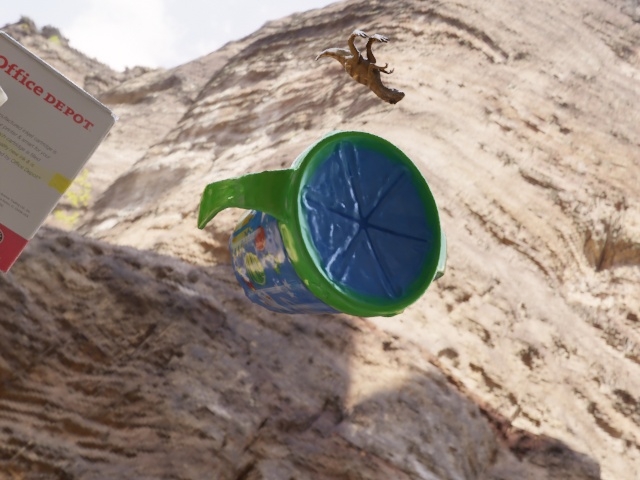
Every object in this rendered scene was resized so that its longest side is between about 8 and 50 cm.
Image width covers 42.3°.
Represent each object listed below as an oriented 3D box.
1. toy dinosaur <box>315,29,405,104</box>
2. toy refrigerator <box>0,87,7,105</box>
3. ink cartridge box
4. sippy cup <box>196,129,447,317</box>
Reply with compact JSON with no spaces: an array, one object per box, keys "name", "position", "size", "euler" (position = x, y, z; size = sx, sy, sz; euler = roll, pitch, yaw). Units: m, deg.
[{"name":"toy dinosaur","position":[0.059,-0.310,1.429],"size":[0.211,0.064,0.112],"euler":[41,-53,28]},{"name":"toy refrigerator","position":[-0.621,-0.168,1.278],"size":[0.102,0.269,0.094],"euler":[6,-42,33]},{"name":"ink cartridge box","position":[-0.622,-0.176,1.641],"size":[0.279,0.160,0.384],"euler":[37,-89,-15]},{"name":"sippy cup","position":[0.000,0.000,1.085],"size":[0.305,0.240,0.224],"euler":[52,-36,-13]}]
